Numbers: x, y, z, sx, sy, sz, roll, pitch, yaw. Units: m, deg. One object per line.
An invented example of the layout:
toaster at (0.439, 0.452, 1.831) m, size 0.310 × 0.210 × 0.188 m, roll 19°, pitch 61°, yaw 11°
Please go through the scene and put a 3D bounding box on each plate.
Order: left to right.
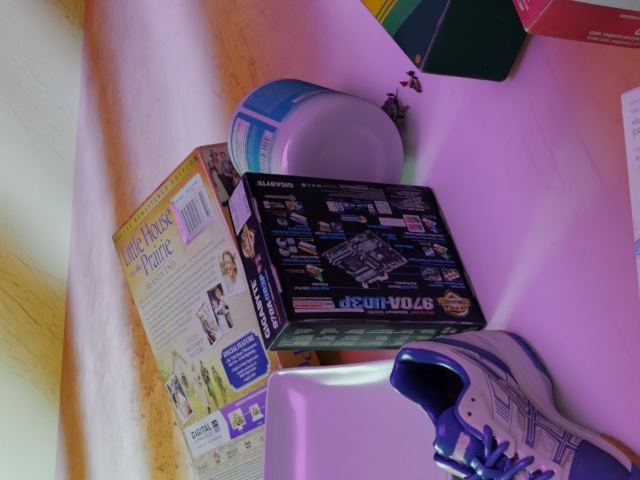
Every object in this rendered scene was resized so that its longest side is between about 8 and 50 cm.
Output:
plate at (0.043, 0.266, 1.028) m, size 0.277 × 0.045 × 0.278 m, roll -13°, pitch 68°, yaw 43°

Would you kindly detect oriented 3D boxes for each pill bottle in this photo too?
pill bottle at (-0.021, -0.111, 1.140) m, size 0.264 × 0.146 × 0.146 m, roll -145°, pitch 60°, yaw -63°

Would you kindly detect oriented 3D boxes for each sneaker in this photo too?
sneaker at (0.157, 0.183, 0.793) m, size 0.296 × 0.131 × 0.111 m, roll 49°, pitch 130°, yaw 52°

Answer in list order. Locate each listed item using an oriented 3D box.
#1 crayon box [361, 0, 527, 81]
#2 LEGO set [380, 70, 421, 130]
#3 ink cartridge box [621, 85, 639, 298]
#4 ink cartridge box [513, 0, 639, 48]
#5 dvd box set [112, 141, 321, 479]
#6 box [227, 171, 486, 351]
crayon box at (0.115, -0.379, 0.929) m, size 0.363 × 0.106 × 0.313 m, roll 61°, pitch 140°, yaw 45°
LEGO set at (0.081, -0.151, 1.081) m, size 0.054 × 0.023 × 0.083 m, roll 60°, pitch 140°, yaw 47°
ink cartridge box at (0.275, 0.002, 0.621) m, size 0.134 × 0.078 × 0.231 m, roll -19°, pitch 72°, yaw 62°
ink cartridge box at (0.220, -0.244, 0.686) m, size 0.176 × 0.127 × 0.128 m, roll 127°, pitch 137°, yaw -50°
dvd box set at (-0.134, 0.122, 1.301) m, size 0.308 × 0.062 × 0.420 m, roll -37°, pitch 72°, yaw 49°
box at (0.034, 0.020, 0.946) m, size 0.051 × 0.220 × 0.175 m, roll -56°, pitch 42°, yaw 44°
